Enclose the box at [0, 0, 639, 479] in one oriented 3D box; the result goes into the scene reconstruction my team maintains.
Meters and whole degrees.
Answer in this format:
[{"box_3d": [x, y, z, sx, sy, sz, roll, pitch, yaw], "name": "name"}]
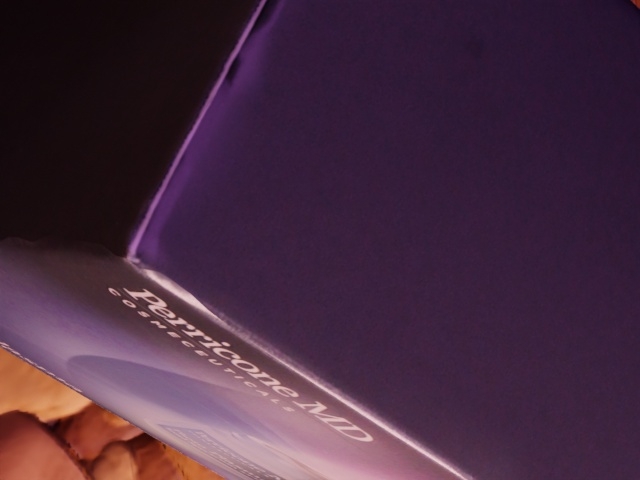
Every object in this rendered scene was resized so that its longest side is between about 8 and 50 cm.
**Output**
[{"box_3d": [0.000, 0.000, 0.606, 0.296, 0.294, 0.183, 35, 71, -31], "name": "box"}]
